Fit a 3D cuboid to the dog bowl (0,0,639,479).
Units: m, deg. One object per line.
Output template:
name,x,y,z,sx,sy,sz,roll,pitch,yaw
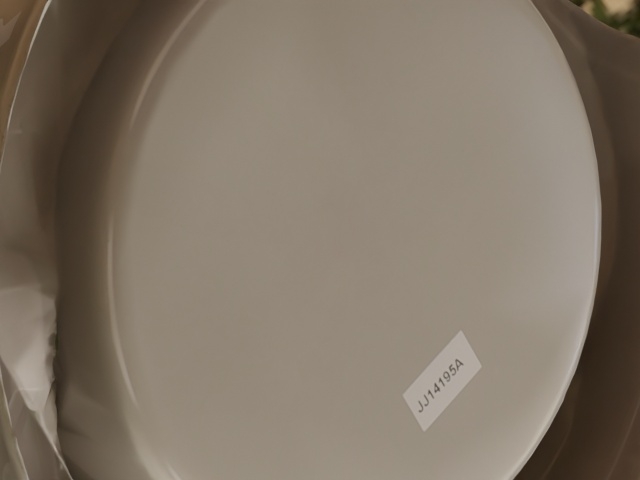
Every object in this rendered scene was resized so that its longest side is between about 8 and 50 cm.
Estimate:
dog bowl,0.000,0.000,0.715,0.348,0.349,0.102,-18,-165,-36
